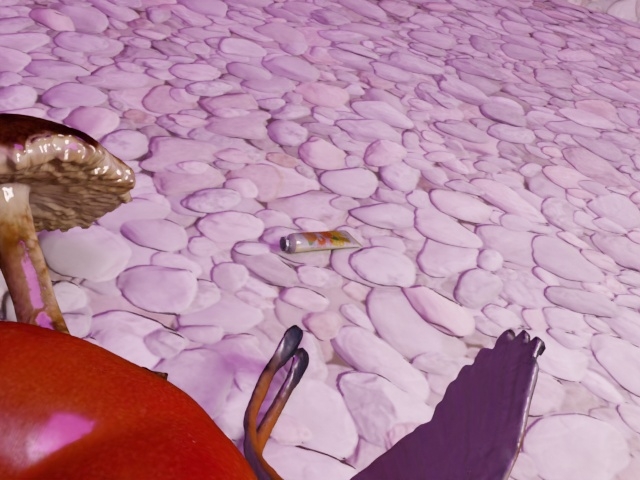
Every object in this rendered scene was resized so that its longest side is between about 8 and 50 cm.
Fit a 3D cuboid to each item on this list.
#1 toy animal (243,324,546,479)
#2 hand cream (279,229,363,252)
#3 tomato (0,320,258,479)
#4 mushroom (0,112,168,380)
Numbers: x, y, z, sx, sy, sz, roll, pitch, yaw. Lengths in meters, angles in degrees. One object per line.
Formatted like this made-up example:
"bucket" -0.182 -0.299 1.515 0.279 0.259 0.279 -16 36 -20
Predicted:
"toy animal" -0.011 0.187 0.583 0.284 0.225 0.302 17 40 39
"hand cream" 0.000 0.000 0.954 0.102 0.022 0.035 -5 33 -34
"tomato" -0.170 0.181 0.418 0.298 0.226 0.299 -1 46 1
"mushroom" -0.266 0.021 0.703 0.233 0.208 0.302 -25 46 13
